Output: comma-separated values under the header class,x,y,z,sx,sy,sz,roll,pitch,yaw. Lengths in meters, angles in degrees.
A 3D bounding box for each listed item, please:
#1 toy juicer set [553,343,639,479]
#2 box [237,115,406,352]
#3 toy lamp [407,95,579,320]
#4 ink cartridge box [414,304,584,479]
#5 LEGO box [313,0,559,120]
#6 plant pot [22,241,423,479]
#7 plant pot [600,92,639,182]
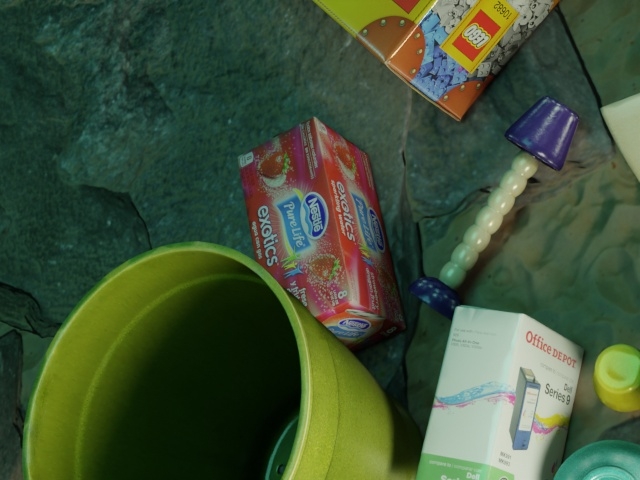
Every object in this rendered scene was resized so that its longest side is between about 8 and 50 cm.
class,x,y,z,sx,sy,sz,roll,pitch,yaw
toy juicer set,0.332,0.282,1.655,0.209,0.089,0.329,18,79,20
box,0.000,0.000,1.958,0.122,0.128,0.257,-26,59,25
toy lamp,0.201,-0.040,1.867,0.080,0.080,0.275,37,94,39
ink cartridge box,0.191,0.191,1.733,0.093,0.154,0.212,3,74,36
LEGO box,0.101,-0.449,2.025,0.372,0.193,0.500,-50,52,8
plant pot,-0.067,0.229,1.771,0.366,0.353,0.367,-14,64,31
plant pot,0.381,-0.108,1.757,0.109,0.109,0.096,-21,73,27
